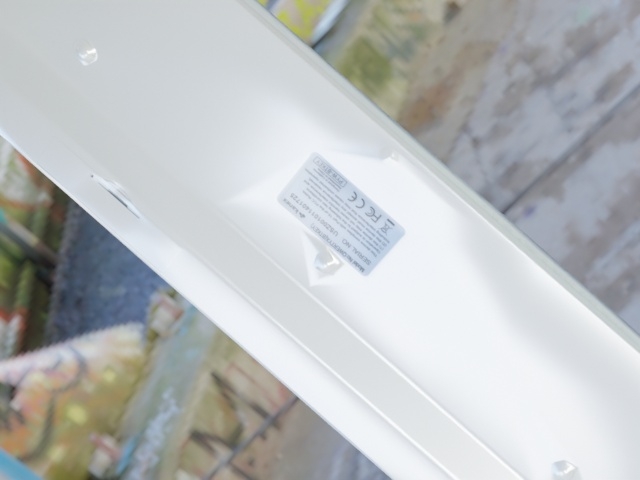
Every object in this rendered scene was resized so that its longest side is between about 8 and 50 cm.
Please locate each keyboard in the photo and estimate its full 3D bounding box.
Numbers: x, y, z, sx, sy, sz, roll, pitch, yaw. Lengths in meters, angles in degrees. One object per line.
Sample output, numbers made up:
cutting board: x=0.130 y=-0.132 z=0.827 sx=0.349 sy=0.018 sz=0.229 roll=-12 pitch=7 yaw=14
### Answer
keyboard: x=0.000 y=0.000 z=0.349 sx=0.072 sy=0.256 sz=0.014 roll=-49 pitch=-1 yaw=25
